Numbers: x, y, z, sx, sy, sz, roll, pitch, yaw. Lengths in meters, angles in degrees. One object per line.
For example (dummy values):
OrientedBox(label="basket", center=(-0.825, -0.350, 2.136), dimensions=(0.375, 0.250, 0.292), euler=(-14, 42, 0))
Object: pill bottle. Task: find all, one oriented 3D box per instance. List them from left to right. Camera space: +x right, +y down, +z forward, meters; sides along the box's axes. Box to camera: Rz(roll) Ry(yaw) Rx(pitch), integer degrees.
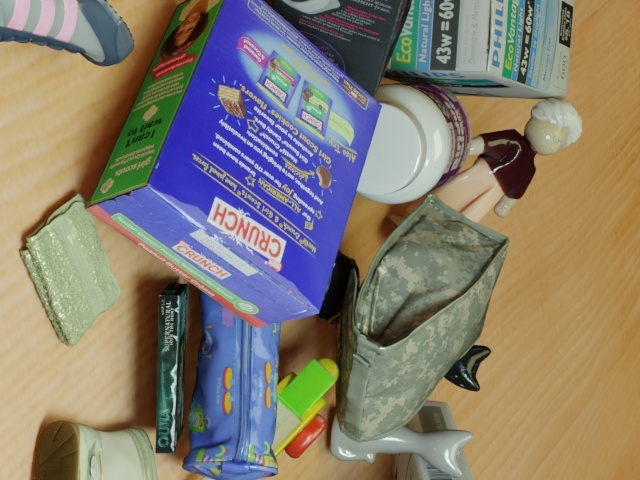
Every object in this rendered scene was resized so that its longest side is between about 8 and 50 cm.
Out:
OrientedBox(label="pill bottle", center=(0.113, -0.141, 2.006), dimensions=(0.301, 0.169, 0.169), euler=(-28, 120, -73))

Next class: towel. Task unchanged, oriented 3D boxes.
OrientedBox(label="towel", center=(-0.272, 0.033, 1.546), dimensions=(0.110, 0.027, 0.148), euler=(-51, 136, -44))

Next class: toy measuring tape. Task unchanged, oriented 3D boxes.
OrientedBox(label="toy measuring tape", center=(-0.091, 0.273, 1.856), dimensions=(0.330, 0.121, 0.121), euler=(-44, 134, -28))

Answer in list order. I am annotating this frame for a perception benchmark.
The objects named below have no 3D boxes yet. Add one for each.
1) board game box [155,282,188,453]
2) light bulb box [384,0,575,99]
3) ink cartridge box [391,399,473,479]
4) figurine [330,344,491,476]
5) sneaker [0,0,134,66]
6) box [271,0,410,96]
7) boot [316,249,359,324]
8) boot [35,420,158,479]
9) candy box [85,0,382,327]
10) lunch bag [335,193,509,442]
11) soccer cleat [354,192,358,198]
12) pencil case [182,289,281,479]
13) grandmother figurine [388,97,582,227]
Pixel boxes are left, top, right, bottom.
OrientedBox(label="board game box", center=(-0.177, 0.149, 1.677), dimensions=(0.126, 0.026, 0.186), euler=(-106, -161, -85))
OrientedBox(label="light bulb box", center=(0.238, -0.413, 2.192), dimensions=(0.361, 0.225, 0.357), euler=(1, 94, -62))
OrientedBox(label="ink cartridge box", center=(0.163, 0.494, 2.220), dimensions=(0.308, 0.091, 0.385), euler=(-104, -160, -62))
OrientedBox(label="figurine", center=(0.136, 0.241, 2.111), dimensions=(0.092, 0.210, 0.214), euler=(48, 52, -71))
OrientedBox(label="sneaker", center=(-0.309, -0.232, 1.384), dimensions=(0.131, 0.112, 0.319), euler=(-61, 144, -8))
OrientedBox(label="box", center=(0.037, -0.334, 1.800), dimensions=(0.270, 0.165, 0.143), euler=(107, 5, -62))
OrientedBox(label="boot", center=(-0.002, 0.001, 1.981), dimensions=(0.178, 0.085, 0.236), euler=(27, 68, -65))
OrientedBox(label="boot", center=(-0.251, 0.311, 1.575), dimensions=(0.165, 0.077, 0.213), euler=(19, 73, -62))
OrientedBox(label="candy box", center=(-0.089, -0.099, 1.647), dimensions=(0.268, 0.122, 0.317), euler=(39, 51, -29))
OrientedBox(label="lunch bag", center=(0.113, 0.119, 1.967), dimensions=(0.287, 0.169, 0.235), euler=(-46, 158, -35))
OrientedBox(label="soccer cleat", center=(0.044, -0.070, 2.099), dimensions=(0.035, 0.029, 0.083), euler=(45, 51, -49))
OrientedBox(label="pencil case", center=(-0.104, 0.143, 1.737), dimensions=(0.133, 0.119, 0.306), euler=(126, -33, -79))
OrientedBox(label="grandmother figurine", center=(0.278, -0.101, 2.261), dimensions=(0.342, 0.104, 0.208), euler=(-40, 151, 1))
